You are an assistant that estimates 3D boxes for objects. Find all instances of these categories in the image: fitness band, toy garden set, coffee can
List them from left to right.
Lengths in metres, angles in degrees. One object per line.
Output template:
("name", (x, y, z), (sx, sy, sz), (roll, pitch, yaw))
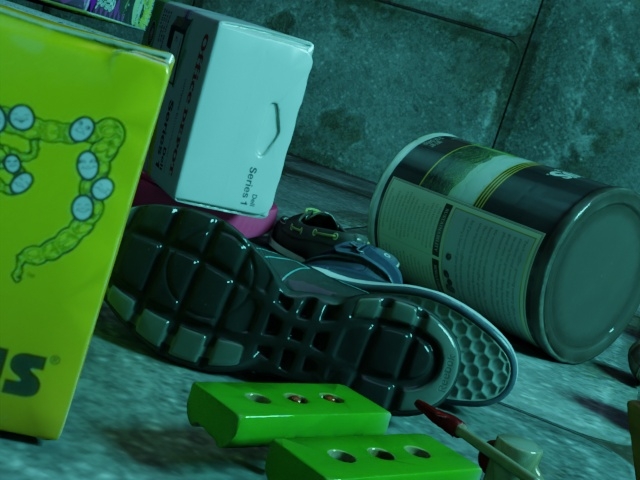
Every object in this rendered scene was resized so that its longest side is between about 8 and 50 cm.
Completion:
("fitness band", (-0.190, -0.059, 1.275), (0.290, 0.054, 0.209), (22, 11, 33))
("toy garden set", (0.079, 0.140, 0.502), (0.203, 0.049, 0.244), (8, 11, -42))
("coffee can", (0.218, 0.000, 1.205), (0.201, 0.202, 0.275), (10, 10, -43))

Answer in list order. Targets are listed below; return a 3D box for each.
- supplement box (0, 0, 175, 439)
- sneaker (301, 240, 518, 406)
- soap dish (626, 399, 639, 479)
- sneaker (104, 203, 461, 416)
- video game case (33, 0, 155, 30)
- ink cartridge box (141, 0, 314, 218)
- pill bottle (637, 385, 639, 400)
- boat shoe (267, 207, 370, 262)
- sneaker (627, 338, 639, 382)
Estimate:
("supplement box", (-0.223, -0.052, 0.610), (0.194, 0.195, 0.356), (15, 8, -16))
("sneaker", (0.069, 0.063, 0.858), (0.226, 0.086, 0.163), (19, 11, 20))
("soap dish", (0.340, 0.172, 0.557), (0.290, 0.118, 0.229), (12, 9, -20))
("sneaker", (-0.037, 0.057, 0.722), (0.267, 0.101, 0.106), (24, -7, -1))
("video game case", (-0.247, -0.202, 0.723), (0.232, 0.042, 0.210), (16, 8, -2))
("ink cartridge box", (-0.134, -0.164, 1.201), (0.117, 0.201, 0.278), (10, 13, -27))
("pill bottle", (0.358, 0.152, 0.885), (0.152, 0.086, 0.086), (23, 9, 39))
("boat shoe", (0.000, 0.000, 1.201), (0.081, 0.069, 0.228), (15, 9, -23))
("sneaker", (0.431, 0.163, 1.123), (0.188, 0.066, 0.071), (13, 24, 6))
